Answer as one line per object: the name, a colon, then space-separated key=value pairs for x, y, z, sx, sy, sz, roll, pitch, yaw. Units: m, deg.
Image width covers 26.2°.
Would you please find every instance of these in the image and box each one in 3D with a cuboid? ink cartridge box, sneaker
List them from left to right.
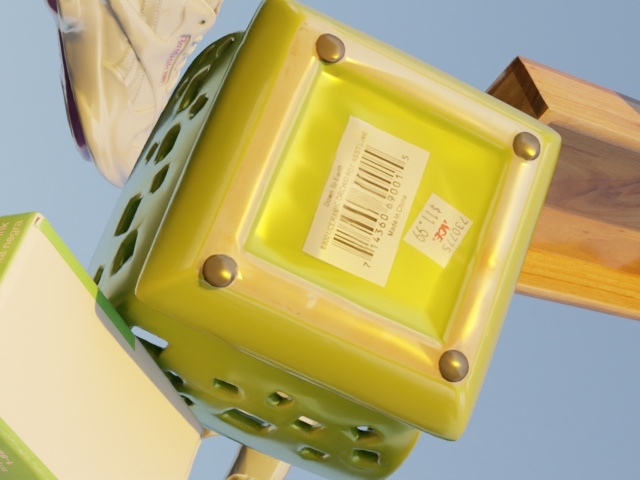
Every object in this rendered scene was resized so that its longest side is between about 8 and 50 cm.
ink cartridge box: x=-0.237 y=0.099 z=0.783 sx=0.273 sy=0.198 sz=0.114 roll=-5 pitch=-134 yaw=26
sneaker: x=-0.141 y=-0.157 z=1.117 sx=0.305 sy=0.152 sz=0.114 roll=91 pitch=-15 yaw=-49

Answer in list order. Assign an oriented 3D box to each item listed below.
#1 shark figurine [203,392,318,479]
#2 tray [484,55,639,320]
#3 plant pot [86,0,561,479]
shark figurine: x=-0.079 y=0.200 z=1.210 sx=0.166 sy=0.278 sz=0.116 roll=41 pitch=-13 yaw=-6
tray: x=0.274 y=-0.029 z=1.280 sx=0.203 sy=0.411 sz=0.076 roll=-49 pitch=-134 yaw=32
plant pot: x=0.000 y=0.000 z=0.814 sx=0.228 sy=0.227 sz=0.207 roll=-68 pitch=-169 yaw=-19
